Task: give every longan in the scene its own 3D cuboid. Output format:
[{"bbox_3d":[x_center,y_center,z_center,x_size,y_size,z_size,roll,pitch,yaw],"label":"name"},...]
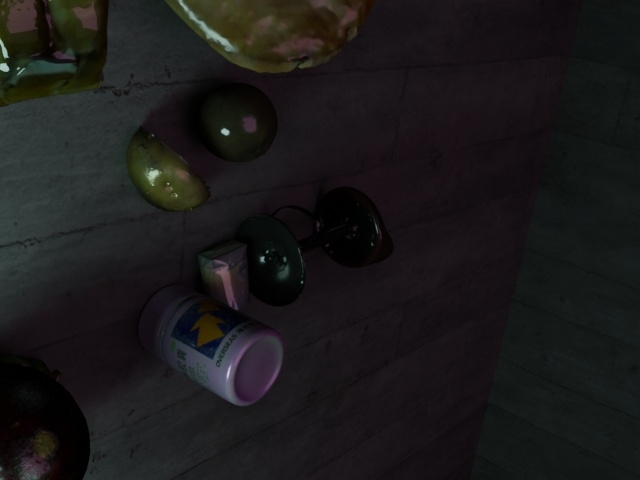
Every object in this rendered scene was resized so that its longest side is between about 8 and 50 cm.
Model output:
[{"bbox_3d":[-0.173,-0.244,1.770,0.167,0.167,0.187,-57,145,-15],"label":"longan"}]

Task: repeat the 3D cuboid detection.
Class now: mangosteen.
[{"bbox_3d":[-0.542,0.347,1.498,0.359,0.306,0.306,-46,146,-61],"label":"mangosteen"}]

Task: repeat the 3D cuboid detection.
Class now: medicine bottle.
[{"bbox_3d":[-0.237,0.220,1.828,0.178,0.291,0.178,-32,133,-41],"label":"medicine bottle"}]

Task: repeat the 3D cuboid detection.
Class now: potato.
[{"bbox_3d":[-0.297,-0.107,1.699,0.098,0.138,0.243,-53,141,-12],"label":"potato"}]

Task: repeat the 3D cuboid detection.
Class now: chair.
[{"bbox_3d":[0.000,0.000,2.094,0.401,0.227,0.226,-20,125,-48],"label":"chair"}]

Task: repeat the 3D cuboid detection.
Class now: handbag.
[{"bbox_3d":[-0.223,0.095,1.964,0.117,0.095,0.173,-23,119,-39],"label":"handbag"}]

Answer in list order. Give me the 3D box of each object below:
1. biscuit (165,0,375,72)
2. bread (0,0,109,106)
[{"bbox_3d":[-0.090,-0.537,1.571,0.446,0.104,0.429,45,76,-19],"label":"biscuit"},{"bbox_3d":[-0.468,-0.312,1.220,0.341,0.210,0.300,-15,146,-32],"label":"bread"}]
